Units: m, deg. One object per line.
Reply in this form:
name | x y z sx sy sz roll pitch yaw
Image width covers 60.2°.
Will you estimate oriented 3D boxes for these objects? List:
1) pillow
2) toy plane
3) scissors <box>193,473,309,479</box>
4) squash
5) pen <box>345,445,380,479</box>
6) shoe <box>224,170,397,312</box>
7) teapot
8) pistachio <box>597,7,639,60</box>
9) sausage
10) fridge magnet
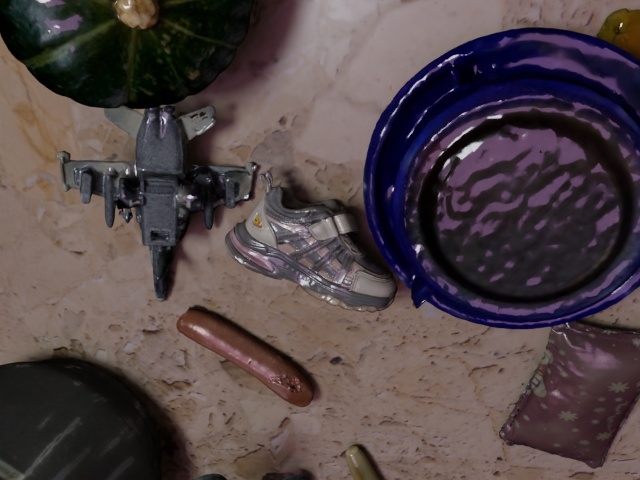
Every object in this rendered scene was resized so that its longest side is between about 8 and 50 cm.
pillow | 0.265 0.158 0.561 0.118 0.043 0.184 14 116 8
toy plane | -0.168 -0.022 0.586 0.192 0.088 0.261 1 120 -14
scissors | -0.195 0.406 0.648 0.383 0.256 0.029 -44 56 4
squash | -0.158 -0.211 0.444 0.172 0.218 0.218 49 124 34
pen | 0.090 0.355 0.704 0.040 0.032 0.233 -25 105 0
shoe | 0.000 0.000 0.552 0.180 0.089 0.092 23 105 3
teapot | -0.420 0.331 0.653 0.376 0.361 0.305 14 116 11
pistachio | 0.300 -0.129 0.424 0.173 0.049 0.089 29 117 2
sausage | -0.087 0.138 0.656 0.186 0.043 0.043 32 117 1
fridge magnet | 0.165 -0.038 0.466 0.266 0.112 0.265 6 115 13
